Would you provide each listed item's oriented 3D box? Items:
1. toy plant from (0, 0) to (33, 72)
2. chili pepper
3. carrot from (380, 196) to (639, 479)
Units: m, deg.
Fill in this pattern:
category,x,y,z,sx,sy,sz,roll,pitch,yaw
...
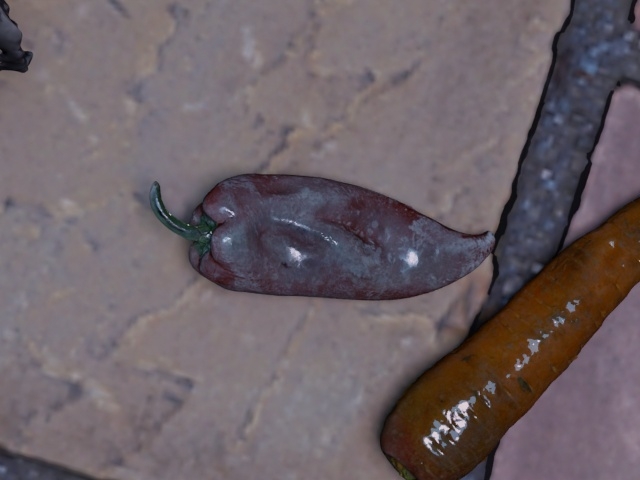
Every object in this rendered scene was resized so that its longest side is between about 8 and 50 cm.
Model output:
category,x,y,z,sx,sy,sz,roll,pitch,yaw
toy plant,-0.299,-0.101,0.658,0.332,0.247,0.247,-25,94,-3
chili pepper,0.000,0.000,0.782,0.153,0.041,0.050,4,111,-23
carrot,0.101,0.034,0.798,0.191,0.047,0.047,-44,96,-11
